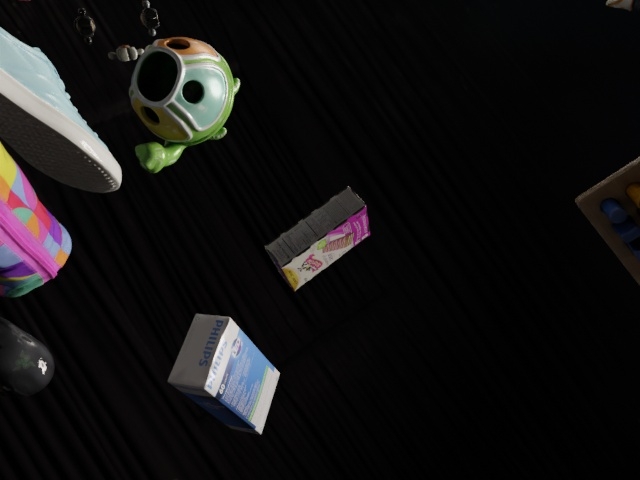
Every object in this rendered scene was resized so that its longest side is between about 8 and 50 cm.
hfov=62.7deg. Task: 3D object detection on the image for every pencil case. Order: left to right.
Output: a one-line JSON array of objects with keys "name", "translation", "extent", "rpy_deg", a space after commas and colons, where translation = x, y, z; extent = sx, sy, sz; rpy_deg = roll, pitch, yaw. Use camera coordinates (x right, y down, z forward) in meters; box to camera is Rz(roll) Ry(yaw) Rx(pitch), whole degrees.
[{"name": "pencil case", "translation": [-0.285, -0.025, 0.437], "extent": [0.105, 0.104, 0.236], "rpy_deg": [-31, 169, -19]}]

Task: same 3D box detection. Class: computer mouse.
[{"name": "computer mouse", "translation": [-0.655, 0.210, 1.017], "extent": [0.072, 0.273, 0.188], "rpy_deg": [-60, -175, 51]}]

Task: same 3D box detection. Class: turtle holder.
[{"name": "turtle holder", "translation": [-0.370, -0.350, 1.296], "extent": [0.320, 0.243, 0.227], "rpy_deg": [-42, 174, 10]}]

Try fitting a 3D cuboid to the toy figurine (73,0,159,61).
[{"name": "toy figurine", "translation": [-0.606, -0.653, 1.570], "extent": [0.213, 0.210, 0.148], "rpy_deg": [-57, -148, 5]}]

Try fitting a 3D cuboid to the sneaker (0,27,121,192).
[{"name": "sneaker", "translation": [-0.439, -0.224, 0.829], "extent": [0.135, 0.150, 0.366], "rpy_deg": [-5, 147, 25]}]

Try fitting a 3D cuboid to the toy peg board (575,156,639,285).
[{"name": "toy peg board", "translation": [0.440, -0.026, 0.648], "extent": [0.161, 0.161, 0.079], "rpy_deg": [-38, -168, 24]}]

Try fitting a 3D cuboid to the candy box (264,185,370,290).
[{"name": "candy box", "translation": [0.000, 0.000, 1.201], "extent": [0.234, 0.071, 0.159], "rpy_deg": [-36, 156, -7]}]

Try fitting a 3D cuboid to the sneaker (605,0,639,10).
[{"name": "sneaker", "translation": [0.555, -0.558, 0.914], "extent": [0.128, 0.320, 0.126], "rpy_deg": [8, -136, 36]}]

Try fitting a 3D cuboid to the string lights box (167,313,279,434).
[{"name": "string lights box", "translation": [-0.169, 0.258, 0.991], "extent": [0.077, 0.133, 0.259], "rpy_deg": [3, 145, 22]}]
